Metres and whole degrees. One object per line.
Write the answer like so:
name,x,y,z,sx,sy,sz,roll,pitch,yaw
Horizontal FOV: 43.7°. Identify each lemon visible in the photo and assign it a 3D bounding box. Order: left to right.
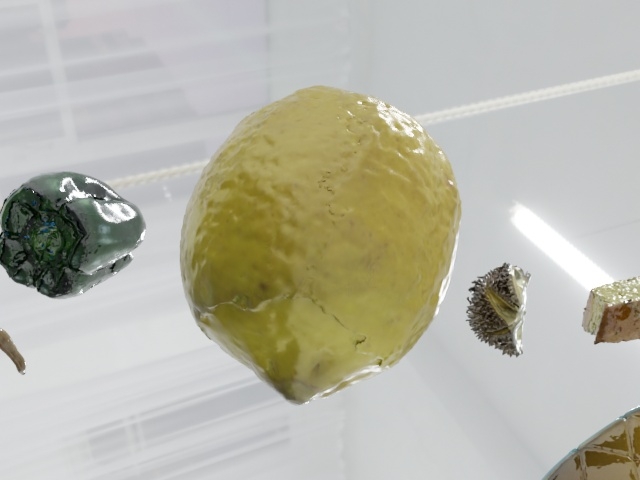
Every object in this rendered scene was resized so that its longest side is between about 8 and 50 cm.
lemon,0.001,-0.003,0.508,0.193,0.181,0.180,-66,-153,4

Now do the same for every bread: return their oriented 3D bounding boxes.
bread,0.410,0.084,1.001,0.103,0.188,0.065,-141,-138,-75

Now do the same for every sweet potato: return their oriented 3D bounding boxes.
sweet potato,-0.474,0.164,1.214,0.026,0.026,0.115,44,-18,56

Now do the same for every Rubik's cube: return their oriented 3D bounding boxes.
Rubik's cube,0.436,0.338,1.122,0.254,0.255,0.254,166,-90,-70

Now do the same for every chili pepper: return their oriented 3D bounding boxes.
chili pepper,-0.499,-0.013,1.619,0.248,0.257,0.233,39,-68,15

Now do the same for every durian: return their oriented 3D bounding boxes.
durian,0.202,0.068,0.910,0.071,0.140,0.110,7,-61,22
